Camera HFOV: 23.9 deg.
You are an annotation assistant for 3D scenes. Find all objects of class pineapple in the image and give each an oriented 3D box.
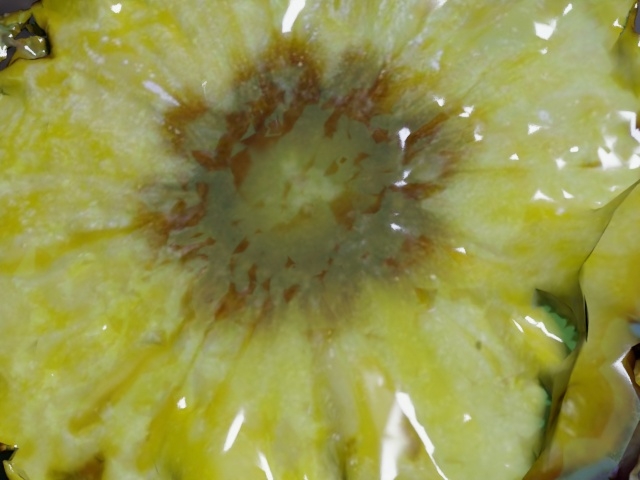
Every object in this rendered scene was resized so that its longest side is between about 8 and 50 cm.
[{"bbox_3d":[0.000,0.000,0.379,0.225,0.076,0.225,-5,67,13],"label":"pineapple"}]
